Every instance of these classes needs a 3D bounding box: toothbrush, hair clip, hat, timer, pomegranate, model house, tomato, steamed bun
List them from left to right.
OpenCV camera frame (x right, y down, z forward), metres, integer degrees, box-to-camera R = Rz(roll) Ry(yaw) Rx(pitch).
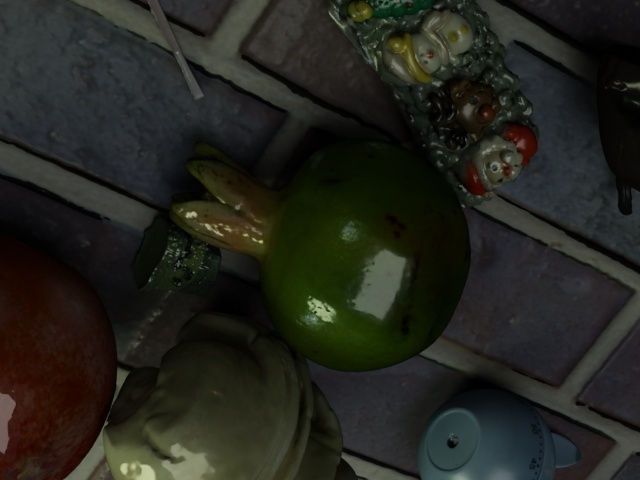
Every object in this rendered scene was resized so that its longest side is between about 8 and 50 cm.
[{"bbox_3d":[-0.322,0.132,1.352,0.264,0.265,0.265,-8,123,-12],"label":"tomato"},{"bbox_3d":[-0.149,-0.214,1.328,0.017,0.014,0.194,-23,125,-3],"label":"toothbrush"},{"bbox_3d":[-0.137,0.021,1.447,0.083,0.066,0.079,17,118,-28],"label":"model house"},{"bbox_3d":[-0.076,0.204,1.426,0.203,0.276,0.289,-8,138,10],"label":"steamed bun"},{"bbox_3d":[0.000,0.000,1.397,0.301,0.236,0.236,18,115,-13],"label":"pomegranate"},{"bbox_3d":[0.128,-0.157,1.402,0.138,0.091,0.321,-34,125,2],"label":"hair clip"},{"bbox_3d":[0.205,0.265,1.676,0.175,0.175,0.255,-33,154,5],"label":"timer"},{"bbox_3d":[0.419,-0.078,1.463,0.336,0.238,0.209,-2,120,-28],"label":"hat"}]
